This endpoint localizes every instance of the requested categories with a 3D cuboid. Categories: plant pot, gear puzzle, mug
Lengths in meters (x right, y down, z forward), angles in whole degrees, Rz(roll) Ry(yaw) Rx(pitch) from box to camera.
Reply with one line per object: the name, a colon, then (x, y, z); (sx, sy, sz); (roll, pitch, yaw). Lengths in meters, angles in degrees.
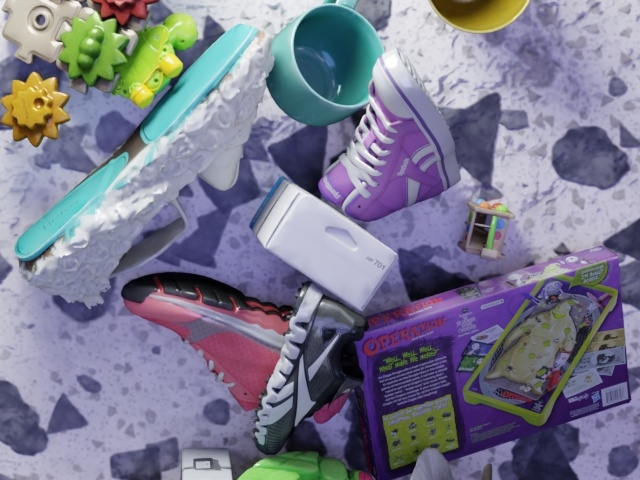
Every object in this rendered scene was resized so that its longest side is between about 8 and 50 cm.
plant pot: (0.178, -0.313, 1.824); (0.134, 0.095, 0.134); (-1, 99, -7)
gear puzzle: (-0.284, -0.268, 1.772); (0.175, 0.044, 0.339); (29, 95, 13)
mug: (0.007, -0.207, 1.817); (0.129, 0.097, 0.158); (52, 56, -6)

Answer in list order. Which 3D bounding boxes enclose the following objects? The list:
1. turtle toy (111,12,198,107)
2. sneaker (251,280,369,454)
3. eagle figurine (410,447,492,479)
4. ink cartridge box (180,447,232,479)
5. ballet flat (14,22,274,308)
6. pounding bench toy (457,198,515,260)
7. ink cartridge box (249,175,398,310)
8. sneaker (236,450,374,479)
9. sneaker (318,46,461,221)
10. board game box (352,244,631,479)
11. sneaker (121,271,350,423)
turtle toy: (-0.198, -0.216, 1.810); (0.130, 0.066, 0.095); (-44, 77, 4)
sneaker: (-0.008, 0.164, 1.774); (0.106, 0.078, 0.234); (22, 118, 5)
eagle figurine: (0.142, 0.423, 1.831); (0.226, 0.225, 0.298); (33, 111, -18)
ink cartridge box: (-0.138, 0.323, 1.863); (0.063, 0.150, 0.109); (0, 100, -6)
ballet flat: (-0.182, -0.078, 1.809); (0.409, 0.147, 0.147); (-43, 101, 10)
pounding bench toy: (0.206, -0.013, 1.882); (0.052, 0.083, 0.065); (11, 98, -8)
ink cartridge box: (0.000, 0.000, 1.806); (0.139, 0.191, 0.082); (34, 93, -10)
sneaker: (-0.081, 0.427, 1.735); (0.185, 0.483, 0.202); (29, 138, 9)
sneaker: (0.067, -0.101, 1.769); (0.161, 0.282, 0.102); (-27, 60, 0)
board game box: (0.208, 0.149, 1.879); (0.346, 0.056, 0.208); (-15, 118, -14)
sneaker: (-0.098, 0.135, 1.857); (0.313, 0.116, 0.136); (18, 98, -9)
